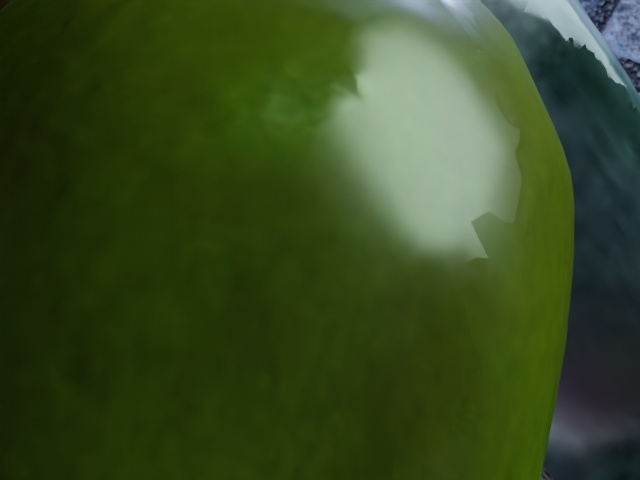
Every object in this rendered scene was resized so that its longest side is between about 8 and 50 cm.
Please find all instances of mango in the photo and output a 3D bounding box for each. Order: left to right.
[{"bbox_3d":[-0.032,0.062,0.394,0.185,0.149,0.273,105,-4,-75],"label":"mango"}]

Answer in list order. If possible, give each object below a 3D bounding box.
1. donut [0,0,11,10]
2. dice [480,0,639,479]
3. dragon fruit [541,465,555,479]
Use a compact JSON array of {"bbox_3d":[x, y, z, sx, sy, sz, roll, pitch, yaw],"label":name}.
[{"bbox_3d":[-0.146,-0.111,0.524,0.330,0.160,0.330,-15,90,-82],"label":"donut"},{"bbox_3d":[0.000,0.000,1.033,0.348,0.330,0.328,58,0,-24],"label":"dice"},{"bbox_3d":[0.015,0.166,0.728,0.290,0.189,0.290,50,7,-9],"label":"dragon fruit"}]
